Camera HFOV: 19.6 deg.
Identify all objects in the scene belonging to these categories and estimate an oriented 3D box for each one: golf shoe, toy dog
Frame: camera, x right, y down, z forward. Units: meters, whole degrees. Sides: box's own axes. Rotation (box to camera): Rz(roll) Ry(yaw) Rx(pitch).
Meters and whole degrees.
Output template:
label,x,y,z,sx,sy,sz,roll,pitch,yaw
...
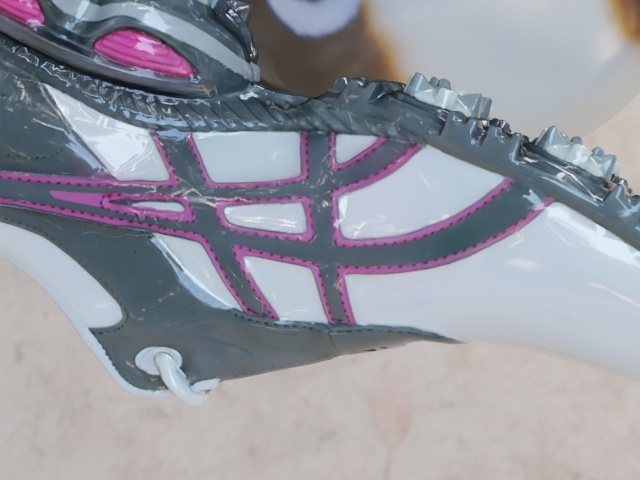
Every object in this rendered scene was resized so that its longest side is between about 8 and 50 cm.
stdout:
label,x,y,z,sx,sy,sz,roll,pitch,yaw
golf shoe,0.000,0.000,0.540,0.273,0.105,0.120,22,94,10
toy dog,0.037,-0.181,0.811,0.408,0.284,0.395,-87,153,-58
